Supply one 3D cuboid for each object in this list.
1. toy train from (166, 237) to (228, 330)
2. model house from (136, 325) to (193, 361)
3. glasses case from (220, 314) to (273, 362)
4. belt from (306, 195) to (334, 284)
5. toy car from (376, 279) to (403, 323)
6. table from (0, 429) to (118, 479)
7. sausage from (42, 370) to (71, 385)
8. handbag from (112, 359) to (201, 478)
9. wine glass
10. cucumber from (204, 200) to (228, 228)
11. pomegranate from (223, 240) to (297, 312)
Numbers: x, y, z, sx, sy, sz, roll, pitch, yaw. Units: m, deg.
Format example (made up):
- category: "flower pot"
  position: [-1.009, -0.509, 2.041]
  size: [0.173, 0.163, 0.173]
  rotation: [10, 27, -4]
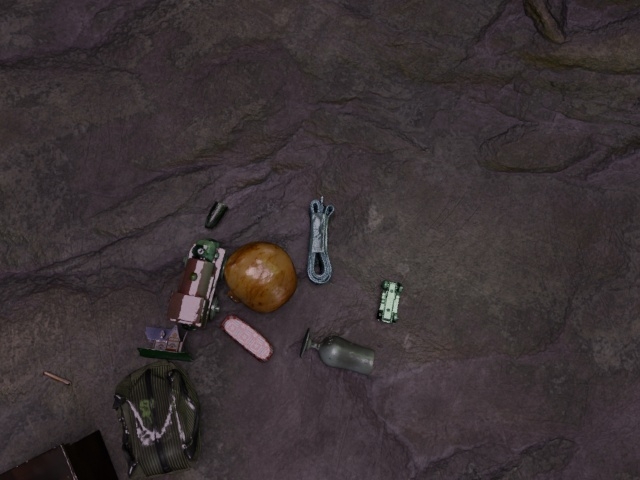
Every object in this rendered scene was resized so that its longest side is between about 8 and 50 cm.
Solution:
- category: "toy train"
  position: [-0.383, 0.132, 1.612]
  size: [0.151, 0.221, 0.304]
  rotation: [12, 79, -2]
- category: "model house"
  position: [-0.486, 0.325, 1.633]
  size: [0.167, 0.117, 0.088]
  rotation: [6, 62, -2]
- category: "glasses case"
  position: [-0.237, 0.318, 1.675]
  size: [0.195, 0.049, 0.073]
  rotation: [39, 77, 3]
- category: "belt"
  position: [0.000, 0.000, 1.747]
  size: [0.088, 0.072, 0.301]
  rotation: [2, 81, 0]
- category: "toy car"
  position: [0.233, 0.207, 1.733]
  size: [0.073, 0.054, 0.143]
  rotation: [10, 77, -1]
- category: "table"
  position: [-0.752, 0.691, 1.442]
  size: [0.251, 0.282, 0.196]
  rotation: [-27, 83, -9]
- category: "sausage"
  position: [-0.833, 0.436, 1.620]
  size: [0.100, 0.015, 0.015]
  rotation: [23, 78, 0]
- category: "handbag"
  position: [-0.484, 0.535, 1.519]
  size: [0.248, 0.240, 0.340]
  rotation: [-13, 79, -12]
- category: "wine glass"
  position: [0.056, 0.365, 1.663]
  size: [0.231, 0.103, 0.103]
  rotation: [19, 78, -3]
- category: "cucumber"
  position: [-0.357, -0.083, 1.744]
  size: [0.048, 0.048, 0.105]
  rotation: [28, 80, 1]
- category: "pomegranate"
  position: [-0.192, 0.117, 1.627]
  size: [0.249, 0.248, 0.247]
  rotation: [1, 79, -5]
